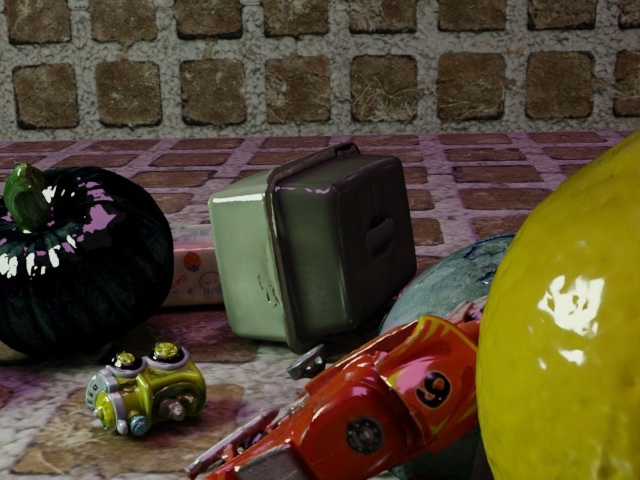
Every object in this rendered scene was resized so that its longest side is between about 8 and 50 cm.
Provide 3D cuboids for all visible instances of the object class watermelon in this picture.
[{"bbox_3d":[0.121,0.084,0.869,0.175,0.188,0.322,3,14,10],"label":"watermelon"}]

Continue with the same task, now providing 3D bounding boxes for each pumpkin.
[{"bbox_3d":[-0.305,0.000,1.074,0.248,0.248,0.248,-2,15,0],"label":"pumpkin"}]

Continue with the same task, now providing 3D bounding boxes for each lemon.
[{"bbox_3d":[0.247,0.092,0.546,0.336,0.336,0.336,-2,15,0],"label":"lemon"}]

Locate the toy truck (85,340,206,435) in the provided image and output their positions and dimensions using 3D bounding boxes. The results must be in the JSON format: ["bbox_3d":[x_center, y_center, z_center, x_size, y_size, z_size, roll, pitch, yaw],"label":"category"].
[{"bbox_3d":[-0.166,0.152,0.887,0.111,0.076,0.077,-13,39,-33],"label":"toy truck"}]

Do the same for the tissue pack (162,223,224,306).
[{"bbox_3d":[-0.157,0.032,1.274,0.196,0.092,0.148,-4,15,-5],"label":"tissue pack"}]

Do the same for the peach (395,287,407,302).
[{"bbox_3d":[0.136,0.089,1.107,0.083,0.050,0.077,-11,38,2],"label":"peach"}]

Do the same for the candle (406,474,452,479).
[{"bbox_3d":[0.105,0.200,0.704,0.162,0.048,0.053,4,35,19],"label":"candle"}]

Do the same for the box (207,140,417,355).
[{"bbox_3d":[0.000,0.000,1.137,0.166,0.220,0.290,-4,12,25],"label":"box"}]

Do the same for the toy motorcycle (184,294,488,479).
[{"bbox_3d":[0.025,0.129,0.684,0.298,0.089,0.171,-34,7,10],"label":"toy motorcycle"}]
